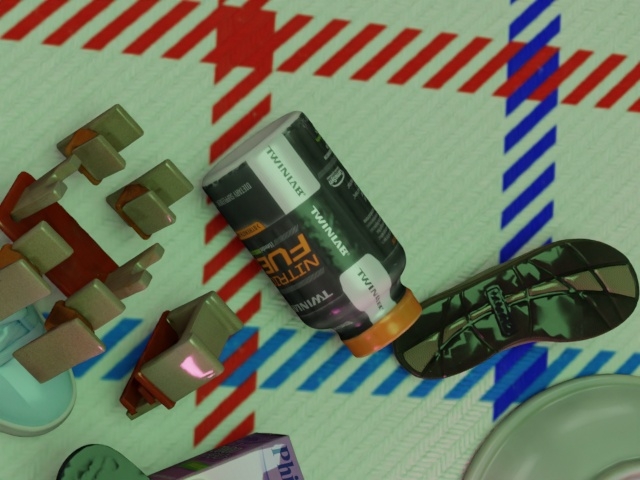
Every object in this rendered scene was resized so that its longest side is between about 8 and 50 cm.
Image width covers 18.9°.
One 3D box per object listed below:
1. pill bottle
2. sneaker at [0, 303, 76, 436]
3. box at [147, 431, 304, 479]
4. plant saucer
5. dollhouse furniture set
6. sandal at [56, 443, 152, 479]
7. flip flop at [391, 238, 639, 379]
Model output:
[{"bbox_3d":[0.000,0.000,1.958,0.130,0.130,0.246,-40,99,-18],"label":"pill bottle"},{"bbox_3d":[-0.357,0.040,1.816,0.135,0.150,0.366,-43,100,-17],"label":"sneaker"},{"bbox_3d":[-0.119,0.332,1.896,0.243,0.117,0.213,-20,93,-21],"label":"box"},{"bbox_3d":[0.334,0.343,2.069,0.400,0.100,0.400,1,86,-20],"label":"plant saucer"},{"bbox_3d":[-0.211,0.045,1.847,0.259,0.135,0.262,48,35,-20],"label":"dollhouse furniture set"},{"bbox_3d":[-0.135,0.282,1.803,0.254,0.054,0.097,31,77,-15],"label":"sandal"},{"bbox_3d":[0.206,0.072,2.061,0.277,0.080,0.112,-21,98,-5],"label":"flip flop"}]
